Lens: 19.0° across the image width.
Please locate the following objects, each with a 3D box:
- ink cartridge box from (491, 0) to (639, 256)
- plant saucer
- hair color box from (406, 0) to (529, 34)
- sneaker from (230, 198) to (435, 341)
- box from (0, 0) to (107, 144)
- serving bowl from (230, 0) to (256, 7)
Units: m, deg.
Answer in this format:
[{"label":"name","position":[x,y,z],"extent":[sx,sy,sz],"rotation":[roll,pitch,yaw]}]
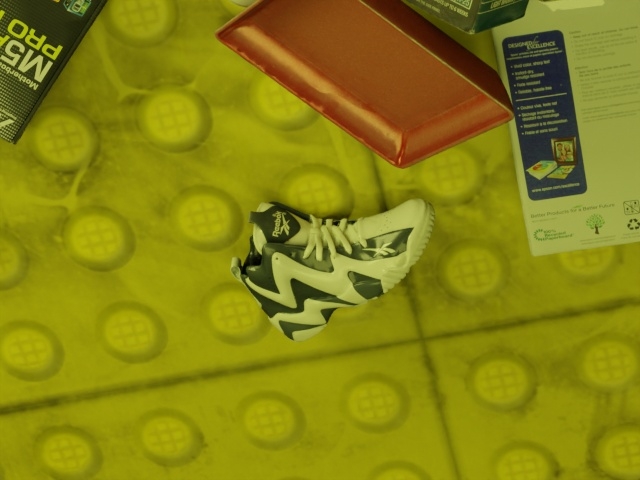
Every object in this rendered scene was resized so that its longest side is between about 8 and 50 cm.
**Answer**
[{"label":"ink cartridge box","position":[0.277,-0.146,2.014],"extent":[0.165,0.065,0.332],"rotation":[-7,120,10]},{"label":"plant saucer","position":[0.048,-0.186,1.950],"extent":[0.258,0.047,0.259],"rotation":[35,159,-15]},{"label":"hair color box","position":[0.150,-0.392,1.820],"extent":[0.174,0.105,0.347],"rotation":[31,122,26]},{"label":"sneaker","position":[0.000,0.000,2.102],"extent":[0.235,0.094,0.153],"rotation":[-33,120,32]},{"label":"box","position":[-0.382,-0.258,2.013],"extent":[0.270,0.060,0.216],"rotation":[32,117,-12]},{"label":"serving bowl","position":[-0.073,-0.278,1.991],"extent":[0.083,0.027,0.083],"rotation":[2,120,4]}]
